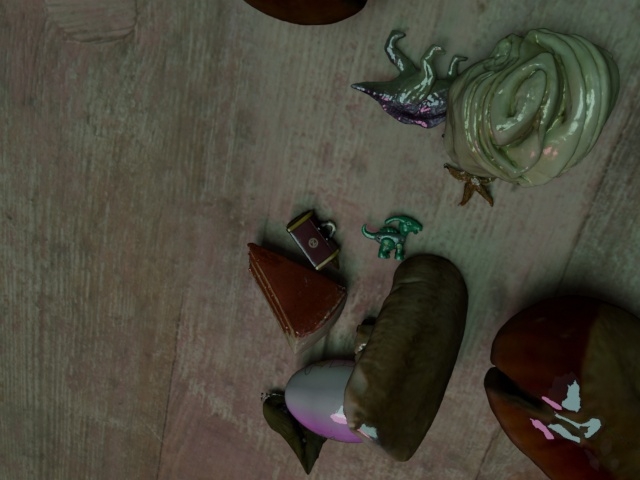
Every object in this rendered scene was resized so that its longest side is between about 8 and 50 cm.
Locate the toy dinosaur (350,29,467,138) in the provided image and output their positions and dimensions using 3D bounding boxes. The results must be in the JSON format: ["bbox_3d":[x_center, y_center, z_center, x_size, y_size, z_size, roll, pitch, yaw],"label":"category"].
[{"bbox_3d":[0.216,-0.297,1.225,0.293,0.077,0.162,24,109,6],"label":"toy dinosaur"}]

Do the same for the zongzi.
[{"bbox_3d":[-0.084,0.484,1.564,0.204,0.204,0.094,15,123,13],"label":"zongzi"}]

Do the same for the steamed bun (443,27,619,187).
[{"bbox_3d":[0.379,-0.222,1.108,0.288,0.203,0.276,0,121,2],"label":"steamed bun"}]

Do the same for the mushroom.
[{"bbox_3d":[0.191,0.242,1.269,0.224,0.397,0.314,31,114,-1],"label":"mushroom"}]

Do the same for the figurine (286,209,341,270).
[{"bbox_3d":[0.001,0.001,1.426,0.098,0.082,0.154,-38,97,3],"label":"figurine"}]

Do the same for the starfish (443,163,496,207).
[{"bbox_3d":[0.309,-0.123,1.284,0.130,0.041,0.133,26,116,9],"label":"starfish"}]

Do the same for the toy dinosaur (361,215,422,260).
[{"bbox_3d":[0.155,-0.011,1.376,0.132,0.059,0.096,9,105,6],"label":"toy dinosaur"}]

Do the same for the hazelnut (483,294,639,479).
[{"bbox_3d":[0.515,0.312,1.226,0.409,0.359,0.359,43,118,7],"label":"hazelnut"}]

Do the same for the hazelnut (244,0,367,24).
[{"bbox_3d":[-0.051,-0.580,1.055,0.401,0.402,0.430,-15,111,23],"label":"hazelnut"}]

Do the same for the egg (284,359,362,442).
[{"bbox_3d":[0.046,0.377,1.490,0.271,0.196,0.197,15,116,32],"label":"egg"}]

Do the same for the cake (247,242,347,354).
[{"bbox_3d":[-0.089,0.146,1.439,0.261,0.160,0.158,25,150,10],"label":"cake"}]
